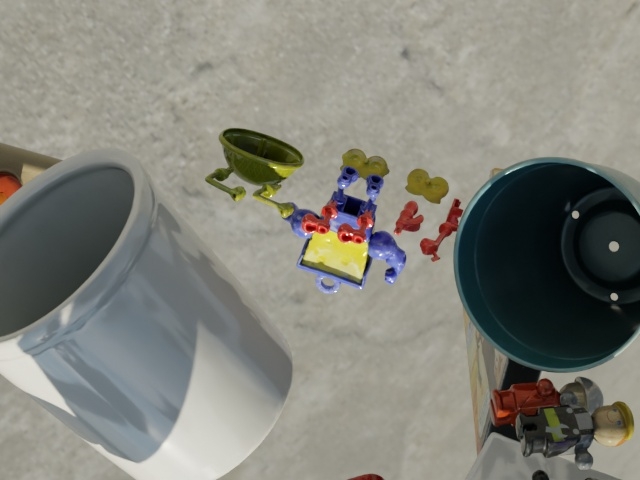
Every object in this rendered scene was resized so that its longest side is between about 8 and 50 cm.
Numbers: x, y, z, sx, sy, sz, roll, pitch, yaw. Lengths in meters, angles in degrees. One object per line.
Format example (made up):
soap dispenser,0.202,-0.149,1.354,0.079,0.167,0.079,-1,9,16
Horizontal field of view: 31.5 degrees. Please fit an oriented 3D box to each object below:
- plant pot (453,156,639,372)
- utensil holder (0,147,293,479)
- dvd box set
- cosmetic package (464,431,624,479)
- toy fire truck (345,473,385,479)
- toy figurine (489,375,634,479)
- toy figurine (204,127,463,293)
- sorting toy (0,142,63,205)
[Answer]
plant pot,0.355,0.017,1.519,0.255,0.272,0.271,-12,137,-56
utensil holder,-0.260,0.120,1.561,0.327,0.327,0.385,-43,126,-4
dvd box set,0.299,0.120,1.881,0.062,0.420,0.307,6,128,-2
cosmetic package,0.359,0.544,1.614,0.329,0.327,0.393,-56,136,-21
toy fire truck,0.059,0.501,1.845,0.254,0.169,0.302,-21,127,24
toy figurine,0.302,0.277,1.382,0.148,0.213,0.209,-4,-178,-5
toy figurine,0.000,0.000,1.637,0.191,0.363,0.217,-71,178,-50
sorting toy,-0.434,-0.016,1.790,0.307,0.041,0.229,15,90,-46
